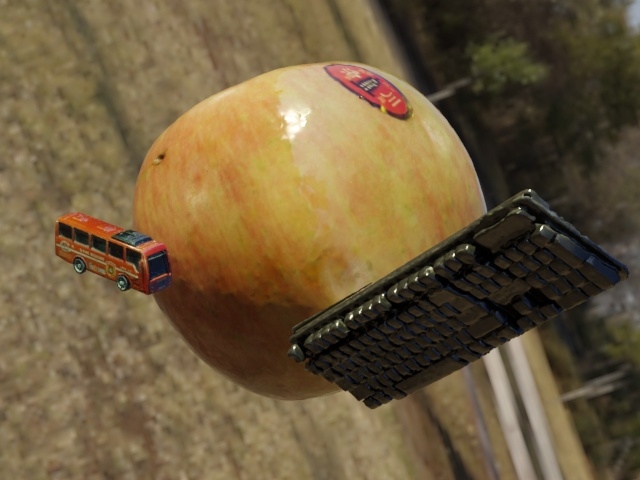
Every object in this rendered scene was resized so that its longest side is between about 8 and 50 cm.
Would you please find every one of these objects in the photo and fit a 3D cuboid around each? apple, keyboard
[{"bbox_3d":[0.000,0.000,1.709,0.391,0.391,0.347,43,22,-78],"label":"apple"},{"bbox_3d":[0.062,0.040,0.803,0.072,0.231,0.023,37,55,-13],"label":"keyboard"}]

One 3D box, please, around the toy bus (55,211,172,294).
[{"bbox_3d":[-0.164,0.009,1.216,0.031,0.110,0.043,-23,122,-46],"label":"toy bus"}]
